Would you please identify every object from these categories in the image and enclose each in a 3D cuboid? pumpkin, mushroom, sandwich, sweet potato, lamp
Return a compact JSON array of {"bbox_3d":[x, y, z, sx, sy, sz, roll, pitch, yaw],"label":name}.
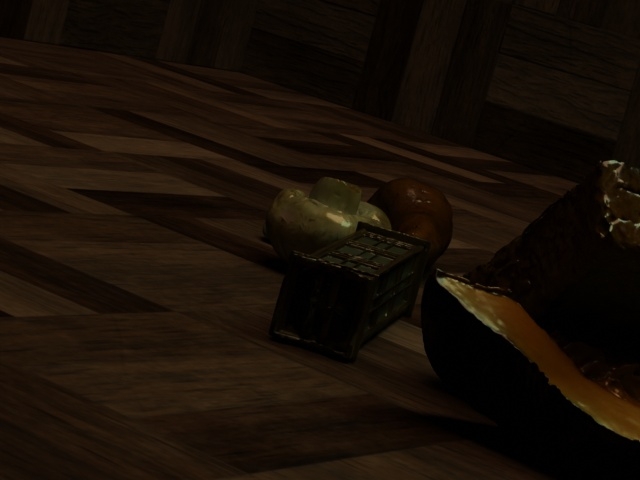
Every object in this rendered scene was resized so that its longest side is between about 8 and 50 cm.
[{"bbox_3d":[0.205,0.146,1.585,0.279,0.111,0.163,20,24,-13],"label":"pumpkin"},{"bbox_3d":[0.009,-0.013,2.155,0.148,0.112,0.148,16,0,0],"label":"mushroom"},{"bbox_3d":[0.281,0.061,1.707,0.271,0.099,0.301,21,-33,-18],"label":"sandwich"},{"bbox_3d":[0.113,-0.026,2.432,0.112,0.112,0.359,13,6,-13],"label":"sweet potato"},{"bbox_3d":[0.035,0.045,1.908,0.090,0.089,0.325,17,9,10],"label":"lamp"}]

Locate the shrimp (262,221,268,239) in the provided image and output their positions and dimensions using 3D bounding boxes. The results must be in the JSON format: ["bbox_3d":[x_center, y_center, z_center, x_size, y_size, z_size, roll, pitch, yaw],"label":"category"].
[{"bbox_3d":[0.000,0.000,2.338,0.161,0.034,0.091,-4,32,-46],"label":"shrimp"}]
